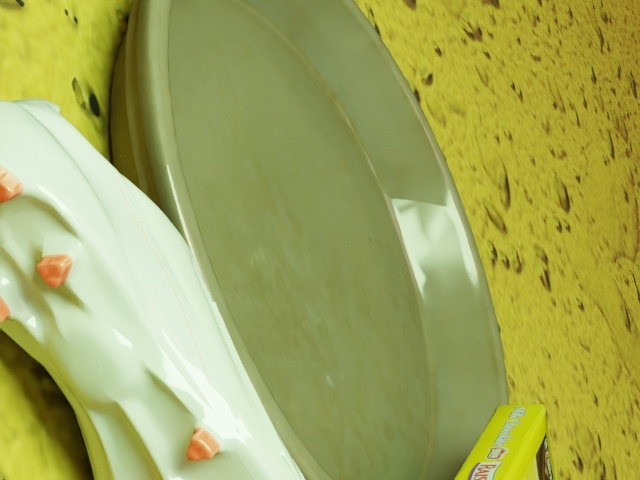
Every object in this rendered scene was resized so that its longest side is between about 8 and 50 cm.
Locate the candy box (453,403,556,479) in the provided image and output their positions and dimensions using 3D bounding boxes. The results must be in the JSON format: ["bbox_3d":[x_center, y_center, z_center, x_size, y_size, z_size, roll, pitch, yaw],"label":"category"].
[{"bbox_3d":[0.084,0.180,0.601,0.105,0.027,0.206,-37,119,-63],"label":"candy box"}]

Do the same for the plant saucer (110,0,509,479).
[{"bbox_3d":[0.000,0.000,0.615,0.278,0.041,0.278,48,30,-40],"label":"plant saucer"}]

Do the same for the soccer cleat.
[{"bbox_3d":[-0.047,0.043,0.449,0.196,0.068,0.076,60,22,-12],"label":"soccer cleat"}]
